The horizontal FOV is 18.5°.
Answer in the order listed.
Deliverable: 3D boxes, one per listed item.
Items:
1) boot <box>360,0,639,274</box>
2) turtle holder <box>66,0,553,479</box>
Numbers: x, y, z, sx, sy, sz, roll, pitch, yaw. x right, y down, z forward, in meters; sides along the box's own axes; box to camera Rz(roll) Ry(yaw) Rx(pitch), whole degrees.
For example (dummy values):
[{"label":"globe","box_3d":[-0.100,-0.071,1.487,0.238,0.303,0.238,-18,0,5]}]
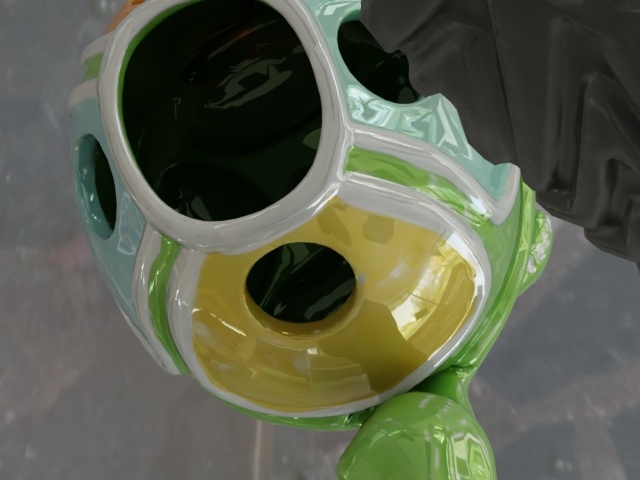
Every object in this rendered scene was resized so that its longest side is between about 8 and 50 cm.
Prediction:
[{"label":"boot","box_3d":[0.127,-0.240,0.366,0.367,0.146,0.445,43,64,-36]},{"label":"turtle holder","box_3d":[-0.018,-0.006,1.010,0.243,0.227,0.320,0,77,16]}]
